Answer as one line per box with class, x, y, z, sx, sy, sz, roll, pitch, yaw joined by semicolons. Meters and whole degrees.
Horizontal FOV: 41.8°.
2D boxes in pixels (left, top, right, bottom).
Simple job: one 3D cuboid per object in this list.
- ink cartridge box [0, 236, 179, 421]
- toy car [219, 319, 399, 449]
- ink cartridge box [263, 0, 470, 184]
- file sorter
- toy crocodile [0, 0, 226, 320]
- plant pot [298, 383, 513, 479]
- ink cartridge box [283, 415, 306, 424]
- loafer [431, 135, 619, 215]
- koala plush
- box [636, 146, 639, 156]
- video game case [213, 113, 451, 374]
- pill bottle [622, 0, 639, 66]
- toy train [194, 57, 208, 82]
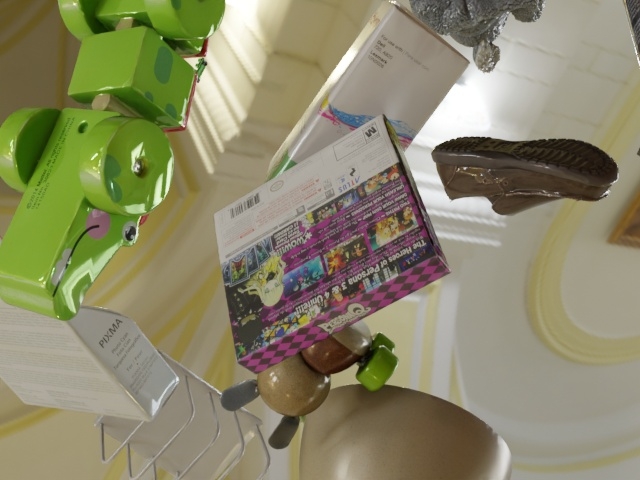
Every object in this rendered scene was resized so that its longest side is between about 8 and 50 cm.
ink cartridge box;-0.427;0.105;1.228;0.308;0.385;0.091;-1;-139;35
toy car;-0.025;0.157;1.010;0.155;0.188;0.149;40;-175;-2
ink cartridge box;0.052;-0.157;1.067;0.117;0.278;0.201;34;-165;-10
file sorter;-0.257;0.387;1.596;0.277;0.193;0.173;40;-176;-24
toy crocodile;-0.136;-0.105;0.601;0.115;0.340;0.105;5;160;32
plant pot;0.089;0.343;1.077;0.284;0.284;0.191;24;-128;-1
ink cartridge box;-0.026;0.385;1.901;0.056;0.171;0.235;-2;-120;-29
loafer;0.371;-0.112;1.528;0.134;0.130;0.366;-27;-152;-36
koala plush;0.257;-0.400;1.424;0.221;0.203;0.196;41;-154;-72
box;0.421;-0.111;0.800;0.158;0.093;0.156;-43;-112;-14
video game case;0.000;0.000;0.876;0.042;0.232;0.210;44;-158;-45
pill bottle;0.460;-0.282;1.063;0.130;0.130;0.246;10;-119;-26
toy train;-0.261;-0.344;1.755;0.024;0.083;0.017;33;-171;30
